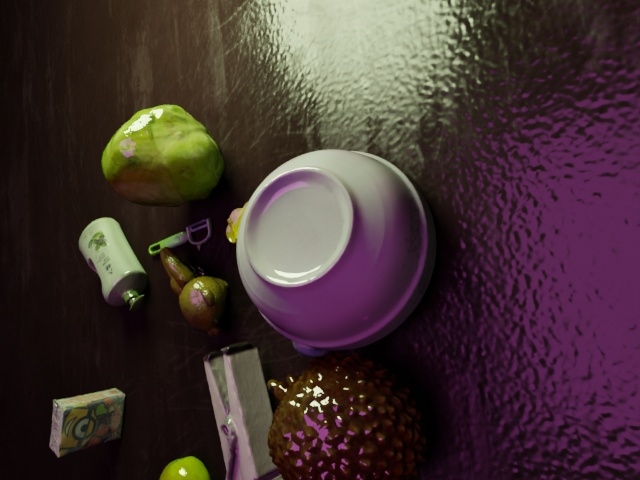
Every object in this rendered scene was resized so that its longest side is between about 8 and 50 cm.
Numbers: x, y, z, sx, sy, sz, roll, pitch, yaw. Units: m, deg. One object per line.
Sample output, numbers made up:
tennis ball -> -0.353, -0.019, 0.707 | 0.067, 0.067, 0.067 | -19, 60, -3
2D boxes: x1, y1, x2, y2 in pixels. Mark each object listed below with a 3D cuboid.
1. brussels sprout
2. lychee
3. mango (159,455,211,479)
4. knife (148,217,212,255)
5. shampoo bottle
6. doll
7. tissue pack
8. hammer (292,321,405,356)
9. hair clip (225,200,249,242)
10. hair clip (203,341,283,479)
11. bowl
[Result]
brussels sprout -> -0.282, -0.139, 0.930 | 0.223, 0.223, 0.161 | -42, 59, 30
lychee -> 0.023, 0.247, 0.685 | 0.238, 0.200, 0.200 | 25, 104, 24
mango -> -0.261, 0.487, 0.966 | 0.117, 0.089, 0.163 | 27, 105, 37
knife -> -0.291, 0.007, 1.061 | 0.212, 0.015, 0.054 | -17, 85, 37
shampoo bottle -> -0.452, 0.065, 1.141 | 0.234, 0.087, 0.118 | 50, 115, 29
doll -> -0.235, 0.080, 0.970 | 0.209, 0.097, 0.137 | 45, 153, 39
tissue pack -> -0.515, 0.398, 1.138 | 0.060, 0.148, 0.109 | 11, 96, 37
hammer -> 0.040, 0.114, 0.759 | 0.194, 0.069, 0.116 | -7, 82, 34
hair clip -> -0.104, -0.053, 0.890 | 0.173, 0.046, 0.072 | -40, 62, 29
hair clip -> -0.122, 0.341, 0.863 | 0.101, 0.085, 0.331 | -22, 76, 38
bowl -> 0.000, 0.000, 0.694 | 0.287, 0.144, 0.287 | -7, 73, 25
